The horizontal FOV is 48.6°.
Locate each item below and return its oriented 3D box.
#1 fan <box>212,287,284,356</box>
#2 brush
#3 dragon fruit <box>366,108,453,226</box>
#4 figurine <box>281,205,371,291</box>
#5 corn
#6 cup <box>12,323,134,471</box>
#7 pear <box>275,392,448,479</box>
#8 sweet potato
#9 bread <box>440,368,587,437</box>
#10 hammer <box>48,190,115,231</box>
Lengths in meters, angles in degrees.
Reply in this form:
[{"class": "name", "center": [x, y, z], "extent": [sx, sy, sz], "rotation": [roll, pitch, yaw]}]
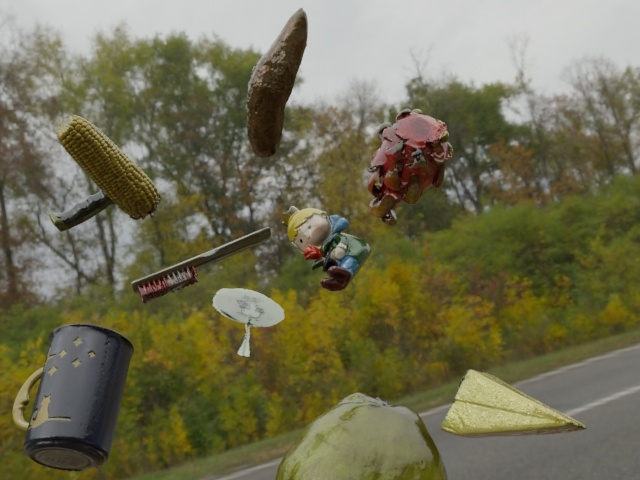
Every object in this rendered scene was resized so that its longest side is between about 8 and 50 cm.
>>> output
[{"class": "fan", "center": [-0.216, 0.238, 2.146], "extent": [0.233, 0.012, 0.414], "rotation": [12, 21, -10]}, {"class": "brush", "center": [-0.247, 0.053, 1.531], "extent": [0.321, 0.050, 0.060], "rotation": [-24, -22, -19]}, {"class": "dragon fruit", "center": [0.237, -0.214, 2.004], "extent": [0.307, 0.227, 0.243], "rotation": [-39, -48, -8]}, {"class": "figurine", "center": [-0.007, 0.011, 1.702], "extent": [0.185, 0.234, 0.127], "rotation": [-50, -6, -44]}, {"class": "corn", "center": [-0.500, -0.173, 1.685], "extent": [0.106, 0.106, 0.305], "rotation": [-18, -50, 26]}, {"class": "cup", "center": [-0.519, 0.344, 1.481], "extent": [0.178, 0.256, 0.255], "rotation": [25, -42, -27]}, {"class": "pear", "center": [0.083, 0.525, 1.458], "extent": [0.352, 0.413, 0.352], "rotation": [12, -35, 9]}, {"class": "sweet potato", "center": [-0.103, -0.308, 1.457], "extent": [0.114, 0.092, 0.341], "rotation": [-40, -26, -52]}, {"class": "bread", "center": [0.423, 0.414, 1.572], "extent": [0.264, 0.163, 0.168], "rotation": [25, -2, 38]}, {"class": "hammer", "center": [-0.573, -0.094, 1.810], "extent": [0.227, 0.041, 0.158], "rotation": [-32, -30, -13]}]
